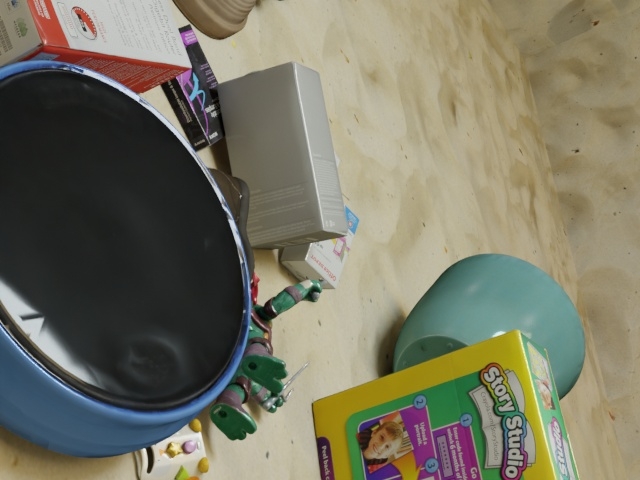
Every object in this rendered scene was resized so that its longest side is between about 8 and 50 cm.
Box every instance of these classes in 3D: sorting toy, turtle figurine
[{"bbox_3d":[-0.159,0.218,1.091,0.075,0.045,0.083,2,66,-45],"label":"sorting toy"},{"bbox_3d":[-0.070,0.129,1.273,0.234,0.118,0.175,-73,176,-67],"label":"turtle figurine"}]

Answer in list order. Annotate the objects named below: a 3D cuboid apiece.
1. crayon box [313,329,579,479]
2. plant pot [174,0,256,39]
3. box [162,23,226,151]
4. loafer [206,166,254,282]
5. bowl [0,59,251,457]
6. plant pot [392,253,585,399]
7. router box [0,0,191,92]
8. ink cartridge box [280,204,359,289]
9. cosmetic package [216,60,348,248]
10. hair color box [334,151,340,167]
[{"bbox_3d":[0.167,0.335,1.342,0.106,0.313,0.363,36,38,-51],"label":"crayon box"},{"bbox_3d":[-0.154,-0.434,1.601,0.237,0.109,0.237,47,29,-38],"label":"plant pot"},{"bbox_3d":[-0.174,-0.210,1.453,0.162,0.029,0.116,65,23,-11],"label":"box"},{"bbox_3d":[-0.136,-0.004,1.304,0.078,0.080,0.220,37,31,-35],"label":"loafer"},{"bbox_3d":[-0.216,0.006,1.010,0.391,0.077,0.391,34,42,-37],"label":"bowl"},{"bbox_3d":[0.253,0.196,1.726,0.235,0.293,0.293,-31,98,-54],"label":"plant pot"},{"bbox_3d":[-0.307,-0.343,1.208,0.301,0.082,0.336,-12,80,-67],"label":"router box"},{"bbox_3d":[0.000,0.000,1.562,0.088,0.052,0.123,43,58,-43],"label":"ink cartridge box"},{"bbox_3d":[-0.052,-0.114,1.468,0.107,0.127,0.238,9,72,-67],"label":"cosmetic package"},{"bbox_3d":[-0.023,-0.115,1.672,0.093,0.053,0.167,57,23,-23],"label":"hair color box"}]
